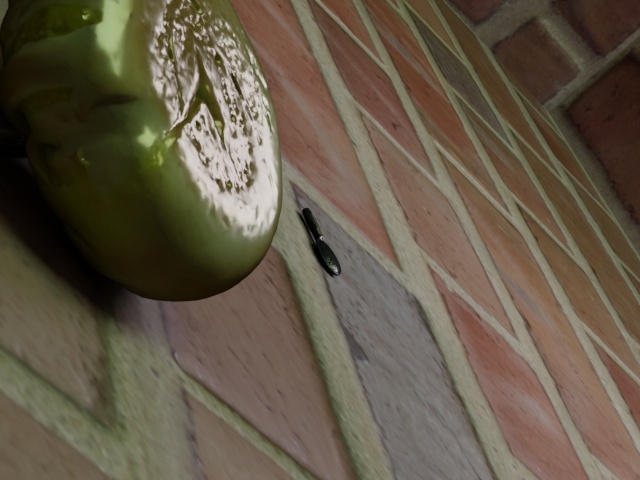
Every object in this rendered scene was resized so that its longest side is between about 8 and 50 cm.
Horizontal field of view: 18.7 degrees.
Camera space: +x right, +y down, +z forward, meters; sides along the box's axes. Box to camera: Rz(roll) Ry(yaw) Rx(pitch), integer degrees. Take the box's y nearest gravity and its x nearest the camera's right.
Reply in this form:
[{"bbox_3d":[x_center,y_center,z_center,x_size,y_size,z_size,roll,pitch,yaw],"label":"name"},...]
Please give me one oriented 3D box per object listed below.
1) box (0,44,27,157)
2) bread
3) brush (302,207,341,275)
[{"bbox_3d":[-0.190,-0.086,1.066,0.090,0.023,0.133,50,12,9],"label":"box"},{"bbox_3d":[-0.100,-0.070,1.060,0.213,0.105,0.213,37,45,-50],"label":"bread"},{"bbox_3d":[0.000,0.000,1.507,0.024,0.008,0.083,36,18,-37],"label":"brush"}]
